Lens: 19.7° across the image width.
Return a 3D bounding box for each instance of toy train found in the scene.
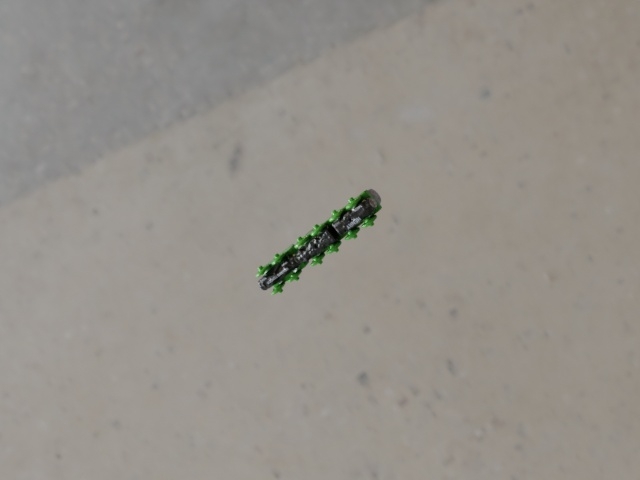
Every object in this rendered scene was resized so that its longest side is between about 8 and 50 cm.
[{"bbox_3d":[0.000,0.000,0.903,0.083,0.017,0.024,-37,7,33],"label":"toy train"}]
